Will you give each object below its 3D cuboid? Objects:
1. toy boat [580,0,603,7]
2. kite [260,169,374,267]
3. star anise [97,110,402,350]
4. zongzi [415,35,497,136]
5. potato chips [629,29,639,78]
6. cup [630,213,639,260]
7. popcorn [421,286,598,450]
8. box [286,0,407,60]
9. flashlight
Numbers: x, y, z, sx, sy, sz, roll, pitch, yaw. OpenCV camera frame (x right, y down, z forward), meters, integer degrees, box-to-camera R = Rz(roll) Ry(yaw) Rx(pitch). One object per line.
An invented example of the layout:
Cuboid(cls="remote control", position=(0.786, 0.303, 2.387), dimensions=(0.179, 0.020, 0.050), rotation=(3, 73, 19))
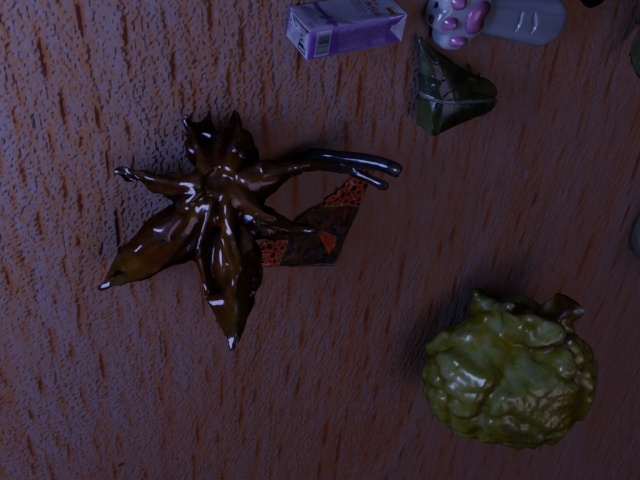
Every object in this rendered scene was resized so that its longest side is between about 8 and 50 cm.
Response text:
Cuboid(cls="toy boat", position=(0.242, -0.324, 0.910), dimensions=(0.136, 0.079, 0.392), rotation=(-32, 162, 10))
Cuboid(cls="kite", position=(0.000, -0.001, 1.175), dimensions=(0.222, 0.008, 0.125), rotation=(-36, 140, -5))
Cuboid(cls="star anise", position=(-0.069, -0.027, 0.988), dimensions=(0.346, 0.148, 0.237), rotation=(-24, 95, -18))
Cuboid(cls="zongzi", position=(0.160, -0.192, 1.094), dimensions=(0.109, 0.055, 0.119), rotation=(-22, 126, -24))
Cuboid(cls="potato chips", position=(0.454, -0.298, 1.172), dimensions=(0.026, 0.142, 0.209), rotation=(21, 94, -12))
Cuboid(cls="cup", position=(0.632, -0.013, 1.500), dimensions=(0.173, 0.202, 0.255), rotation=(-20, 136, -22))
Cuboid(cls="popcorn", position=(0.287, 0.194, 1.415), dimensions=(0.270, 0.224, 0.258), rotation=(-32, 132, 0))
Cuboid(cls="box", position=(0.027, -0.221, 0.962), dimensions=(0.117, 0.051, 0.036), rotation=(-18, 143, -26))
Cuboid(cls="flashlight", position=(0.207, -0.255, 1.072), dimensions=(0.200, 0.047, 0.093), rotation=(-2, 127, -35))
